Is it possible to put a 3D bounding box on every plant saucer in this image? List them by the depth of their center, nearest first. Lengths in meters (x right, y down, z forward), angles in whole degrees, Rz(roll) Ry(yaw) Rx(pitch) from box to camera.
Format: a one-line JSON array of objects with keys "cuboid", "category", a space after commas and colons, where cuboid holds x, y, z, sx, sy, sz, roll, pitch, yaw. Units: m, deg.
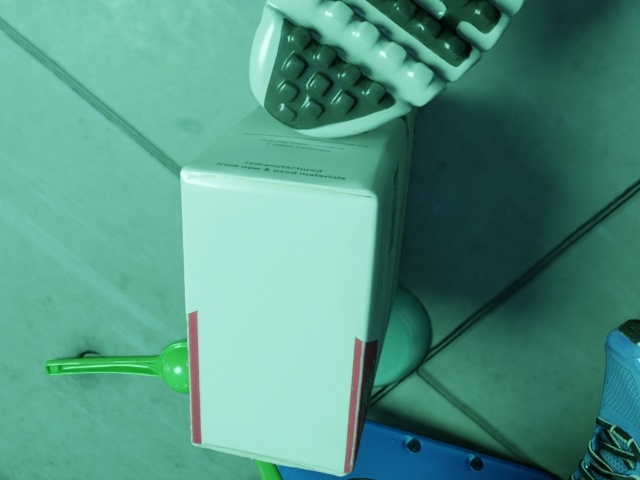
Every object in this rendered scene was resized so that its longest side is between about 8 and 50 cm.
[{"cuboid": [0.037, 0.087, 0.600, 0.119, 0.021, 0.119, 3, 115, 7], "category": "plant saucer"}]

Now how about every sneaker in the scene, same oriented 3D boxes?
[{"cuboid": [0.067, -0.177, 0.373, 0.110, 0.118, 0.292, 39, 88, -16], "category": "sneaker"}, {"cuboid": [0.250, 0.222, 0.547, 0.147, 0.130, 0.329, -10, 107, -4], "category": "sneaker"}]

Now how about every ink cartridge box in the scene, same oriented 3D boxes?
[{"cuboid": [0.000, 0.000, 0.446, 0.100, 0.237, 0.171, 8, 116, 10], "category": "ink cartridge box"}]

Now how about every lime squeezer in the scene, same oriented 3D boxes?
[{"cuboid": [-0.117, 0.140, 0.612, 0.310, 0.110, 0.058, 15, 139, 36], "category": "lime squeezer"}]

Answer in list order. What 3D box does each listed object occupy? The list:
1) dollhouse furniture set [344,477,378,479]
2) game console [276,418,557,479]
[{"cuboid": [0.175, 0.158, 0.432, 0.303, 0.286, 0.198, -45, 63, -3], "category": "dollhouse furniture set"}, {"cuboid": [0.049, 0.313, 0.635, 0.293, 0.173, 0.250, 21, 135, -15], "category": "game console"}]
